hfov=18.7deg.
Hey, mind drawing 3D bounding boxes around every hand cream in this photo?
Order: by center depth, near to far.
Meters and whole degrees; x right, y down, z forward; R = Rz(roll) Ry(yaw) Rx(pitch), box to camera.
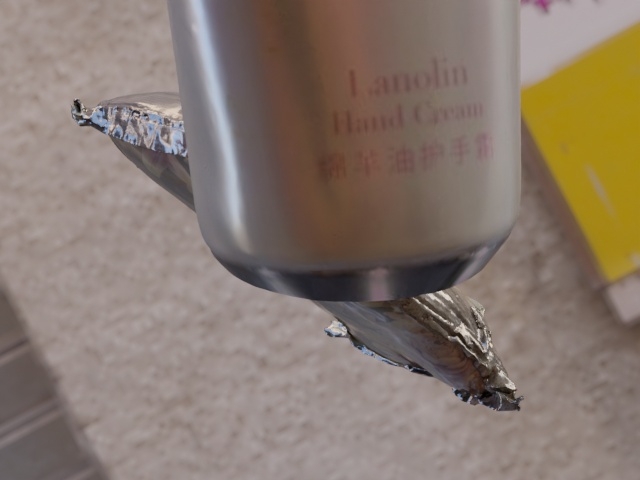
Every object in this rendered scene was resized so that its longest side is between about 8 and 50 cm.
[{"bbox_3d":[0.006,-0.162,0.690,0.185,0.359,0.118,-8,14,-17],"label":"hand cream"}]

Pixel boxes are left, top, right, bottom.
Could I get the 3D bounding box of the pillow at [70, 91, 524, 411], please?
[{"bbox_3d":[0.000,0.000,1.012,0.059,0.255,0.169,-55,34,-6],"label":"pillow"}]
